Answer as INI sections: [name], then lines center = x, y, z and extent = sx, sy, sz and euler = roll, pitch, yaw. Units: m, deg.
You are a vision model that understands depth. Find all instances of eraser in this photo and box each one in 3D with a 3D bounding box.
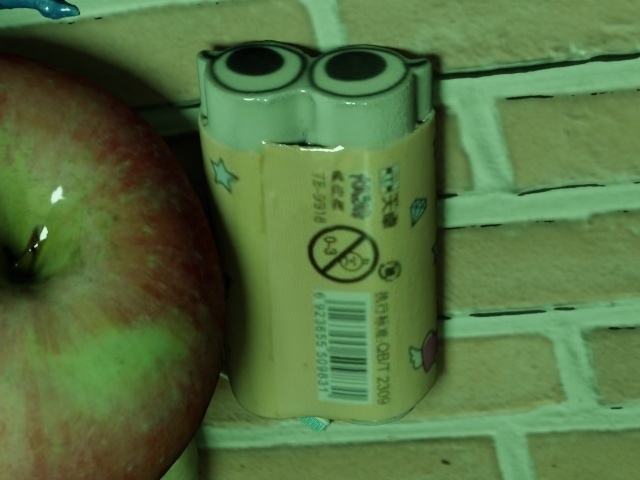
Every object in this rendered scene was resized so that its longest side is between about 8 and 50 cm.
[eraser]
center = 0.000, 0.000, 1.290
extent = 0.171, 0.087, 0.290
euler = 2, 126, 8

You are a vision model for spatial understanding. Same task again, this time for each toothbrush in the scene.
[toothbrush]
center = -0.079, 0.100, 1.420
extent = 0.204, 0.017, 0.022
euler = 31, 106, -11

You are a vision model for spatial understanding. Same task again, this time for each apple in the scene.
[apple]
center = -0.229, 0.045, 1.248
extent = 0.345, 0.344, 0.269
euler = 27, 154, -7

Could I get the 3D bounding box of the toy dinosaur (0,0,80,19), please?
[toy dinosaur]
center = -0.293, -0.174, 1.199
extent = 0.329, 0.144, 0.076
euler = 16, 87, 14

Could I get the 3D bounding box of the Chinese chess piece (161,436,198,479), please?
[Chinese chess piece]
center = -0.226, 0.182, 1.460
extent = 0.250, 0.103, 0.249
euler = 5, 124, 7
